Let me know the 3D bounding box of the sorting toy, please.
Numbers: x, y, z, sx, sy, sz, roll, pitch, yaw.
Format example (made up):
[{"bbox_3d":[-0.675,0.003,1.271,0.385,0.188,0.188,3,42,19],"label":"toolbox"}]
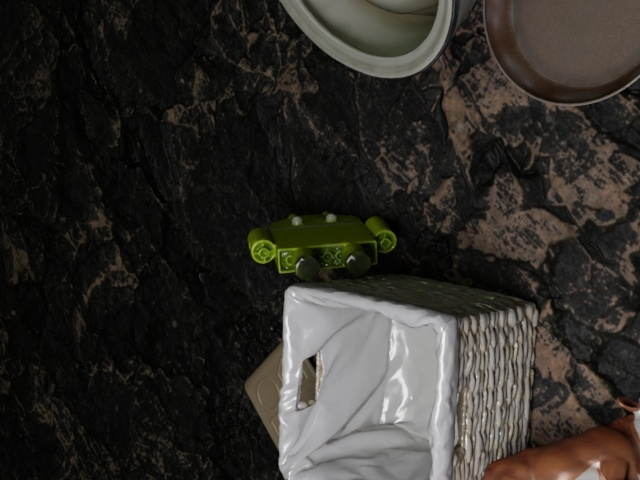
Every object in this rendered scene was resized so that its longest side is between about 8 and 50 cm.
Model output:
[{"bbox_3d":[-0.055,0.310,1.809,0.193,0.038,0.208,-49,57,35],"label":"sorting toy"}]

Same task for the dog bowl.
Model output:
[{"bbox_3d":[0.083,-0.457,1.399,0.408,0.150,0.408,36,151,24],"label":"dog bowl"}]

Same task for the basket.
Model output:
[{"bbox_3d":[0.133,0.233,1.458,0.331,0.266,0.328,9,100,42],"label":"basket"}]

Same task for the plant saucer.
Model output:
[{"bbox_3d":[0.374,-0.348,1.319,0.310,0.050,0.311,6,99,43],"label":"plant saucer"}]

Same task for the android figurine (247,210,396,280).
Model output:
[{"bbox_3d":[0.000,0.000,1.589,0.273,0.248,0.056,-112,18,-71],"label":"android figurine"}]

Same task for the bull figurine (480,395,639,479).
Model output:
[{"bbox_3d":[0.365,0.323,1.255,0.310,0.188,0.101,-26,118,20],"label":"bull figurine"}]
